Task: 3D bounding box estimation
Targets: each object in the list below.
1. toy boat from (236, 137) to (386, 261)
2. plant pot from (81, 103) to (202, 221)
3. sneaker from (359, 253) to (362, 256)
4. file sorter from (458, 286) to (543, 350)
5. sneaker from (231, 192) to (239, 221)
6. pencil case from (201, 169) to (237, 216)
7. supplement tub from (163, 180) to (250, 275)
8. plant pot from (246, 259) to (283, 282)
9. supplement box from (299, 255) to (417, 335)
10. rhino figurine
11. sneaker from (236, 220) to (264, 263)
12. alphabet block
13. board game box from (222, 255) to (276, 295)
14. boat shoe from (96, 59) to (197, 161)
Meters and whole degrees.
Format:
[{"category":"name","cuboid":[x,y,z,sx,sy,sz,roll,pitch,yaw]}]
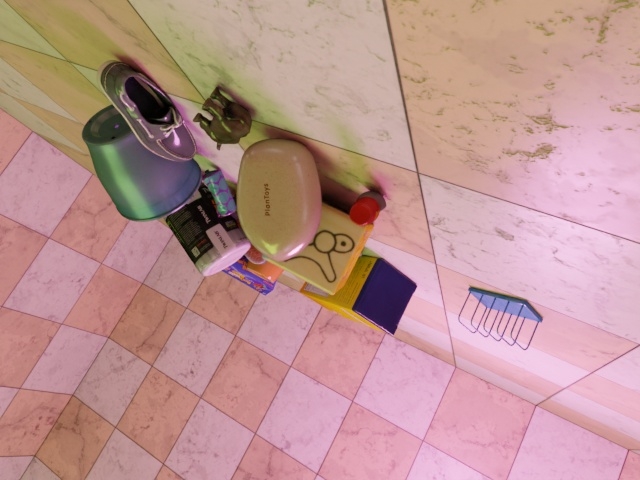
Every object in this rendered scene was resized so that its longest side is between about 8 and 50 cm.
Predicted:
[{"category":"toy boat","cuboid":[-0.024,-0.079,1.041,0.319,0.267,0.148,8,-165,15]},{"category":"plant pot","cuboid":[-0.509,-0.237,1.349,0.272,0.271,0.255,21,150,29]},{"category":"sneaker","cuboid":[0.065,0.019,1.526,0.115,0.105,0.281,61,175,8]},{"category":"file sorter","cuboid":[0.482,0.213,1.309,0.118,0.104,0.170,37,164,-36]},{"category":"sneaker","cuboid":[-0.201,-0.061,1.700,0.130,0.108,0.286,13,164,30]},{"category":"pencil case","cuboid":[-0.324,-0.152,1.544,0.064,0.070,0.151,50,162,59]},{"category":"supplement tub","cuboid":[-0.416,-0.062,1.698,0.337,0.207,0.207,55,169,6]},{"category":"plant pot","cuboid":[-0.205,0.063,1.986,0.205,0.187,0.205,27,167,7]},{"category":"supplement box","cuboid":[0.124,0.171,1.701,0.195,0.194,0.357,36,166,-30]},{"category":"rhino figurine","cuboid":[-0.216,-0.249,1.043,0.106,0.073,0.243,36,167,-19]},{"category":"sneaker","cuboid":[-0.308,-0.030,1.857,0.302,0.108,0.121,55,171,4]},{"category":"alphabet block","cuboid":[0.000,0.000,1.202,0.197,0.192,0.193,28,-171,9]},{"category":"board game box","cuboid":[-0.330,0.051,2.090,0.347,0.233,0.078,33,139,-18]},{"category":"boat shoe","cuboid":[-0.393,-0.290,1.162,0.099,0.116,0.319,24,162,35]}]
